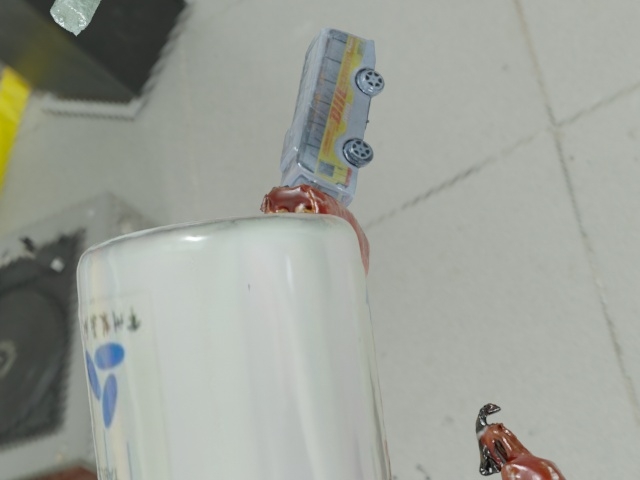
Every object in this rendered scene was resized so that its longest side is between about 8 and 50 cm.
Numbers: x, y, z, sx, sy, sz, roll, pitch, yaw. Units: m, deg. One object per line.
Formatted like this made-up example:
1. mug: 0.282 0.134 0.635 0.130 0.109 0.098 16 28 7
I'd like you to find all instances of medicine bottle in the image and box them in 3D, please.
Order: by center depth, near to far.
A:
1. medicine bottle: -0.042 0.137 0.862 0.170 0.170 0.293 -12 83 34

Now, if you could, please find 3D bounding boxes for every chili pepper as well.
1. chili pepper: 0.000 0.000 1.253 0.073 0.123 0.070 38 90 26

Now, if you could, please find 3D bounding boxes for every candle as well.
1. candle: 0.189 0.245 1.100 0.059 0.084 0.301 -43 59 22

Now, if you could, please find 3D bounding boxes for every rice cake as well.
1. rice cake: -0.130 -0.169 0.901 0.021 0.022 0.121 -23 34 39

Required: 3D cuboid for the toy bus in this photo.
1. toy bus: 0.011 -0.112 1.410 0.064 0.075 0.190 131 156 -52
